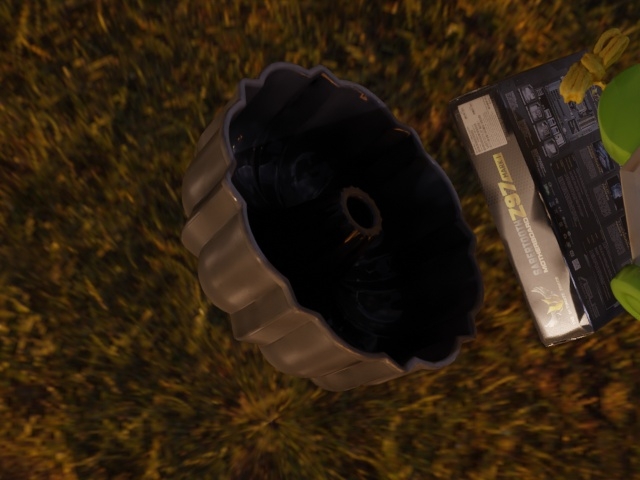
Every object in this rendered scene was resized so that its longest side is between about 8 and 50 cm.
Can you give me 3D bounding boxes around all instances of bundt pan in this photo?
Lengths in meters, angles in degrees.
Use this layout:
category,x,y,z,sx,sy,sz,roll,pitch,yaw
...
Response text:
category,x,y,z,sx,sy,sz,roll,pitch,yaw
bundt pan,0.000,0.000,1.467,0.124,0.331,0.330,-36,84,37

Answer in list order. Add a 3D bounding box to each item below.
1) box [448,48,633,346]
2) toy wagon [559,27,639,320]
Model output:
category,x,y,z,sx,sy,sz,roll,pitch,yaw
box,0.220,-0.043,1.374,0.059,0.183,0.232,-19,94,39
toy wagon,0.324,-0.035,1.094,0.344,0.068,0.267,37,79,26
